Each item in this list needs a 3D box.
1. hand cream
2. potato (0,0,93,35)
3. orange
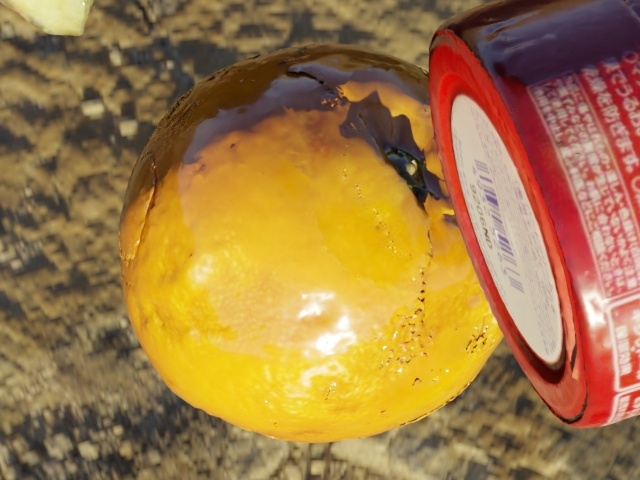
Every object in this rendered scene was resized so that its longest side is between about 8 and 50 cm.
[{"bbox_3d":[0.132,-0.024,0.741,0.125,0.193,0.193,-18,65,-7],"label":"hand cream"},{"bbox_3d":[-0.162,-0.313,1.144,0.112,0.269,0.255,14,35,6],"label":"potato"},{"bbox_3d":[0.000,0.000,1.016,0.240,0.240,0.240,0,64,-1],"label":"orange"}]
